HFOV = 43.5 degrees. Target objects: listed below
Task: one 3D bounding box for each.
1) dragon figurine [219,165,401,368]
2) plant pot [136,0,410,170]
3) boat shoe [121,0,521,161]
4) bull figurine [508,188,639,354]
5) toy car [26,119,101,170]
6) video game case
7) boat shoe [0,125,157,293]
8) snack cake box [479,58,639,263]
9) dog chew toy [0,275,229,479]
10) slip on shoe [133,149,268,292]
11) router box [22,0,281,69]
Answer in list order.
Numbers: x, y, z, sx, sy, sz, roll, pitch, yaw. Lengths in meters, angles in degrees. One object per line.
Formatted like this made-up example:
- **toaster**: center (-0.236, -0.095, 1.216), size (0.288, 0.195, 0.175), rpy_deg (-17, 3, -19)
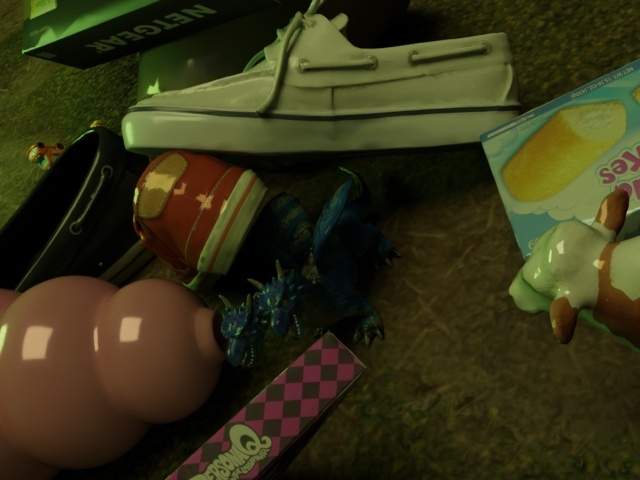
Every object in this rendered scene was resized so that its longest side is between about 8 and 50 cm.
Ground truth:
- **dragon figurine**: center (0.000, 0.000, 0.713), size (0.085, 0.144, 0.289), rpy_deg (-9, 47, 30)
- **plant pot**: center (-0.073, -0.245, 0.912), size (0.323, 0.323, 0.280), rpy_deg (7, 72, 41)
- **boat shoe**: center (0.003, -0.155, 0.732), size (0.367, 0.157, 0.136), rpy_deg (-3, 2, -2)
- **bull figurine**: center (0.268, 0.034, 0.439), size (0.310, 0.188, 0.101), rpy_deg (-16, 43, 25)
- **toy car**: center (-0.389, -0.142, 1.223), size (0.122, 0.060, 0.041), rpy_deg (-27, 72, 24)
- **video game case**: center (-0.085, 0.183, 0.519), size (0.042, 0.210, 0.232), rpy_deg (42, 49, 12)
- **boat shoe**: center (-0.377, 0.061, 0.939), size (0.500, 0.156, 0.187), rpy_deg (-45, 41, -5)
- **snack cake box**: center (0.272, -0.064, 0.611), size (0.264, 0.089, 0.152), rpy_deg (-25, 40, 17)
- **dog chew toy**: center (-0.242, 0.125, 0.745), size (0.331, 0.207, 0.207), rpy_deg (-16, 44, 14)
- **slip on shoe**: center (-0.120, -0.021, 0.757), size (0.123, 0.101, 0.331), rpy_deg (-64, 6, -7)
- **router box**: center (-0.174, -0.320, 0.783), size (0.308, 0.081, 0.243), rpy_deg (-5, 83, 39)
